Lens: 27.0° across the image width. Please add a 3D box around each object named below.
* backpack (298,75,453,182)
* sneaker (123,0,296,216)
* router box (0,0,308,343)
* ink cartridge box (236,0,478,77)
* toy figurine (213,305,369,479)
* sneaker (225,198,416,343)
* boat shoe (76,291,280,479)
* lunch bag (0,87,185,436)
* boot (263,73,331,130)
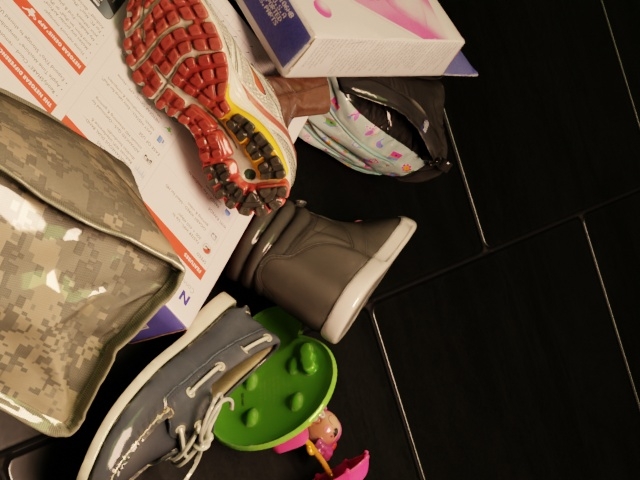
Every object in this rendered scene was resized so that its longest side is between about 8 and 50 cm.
[{"bbox_3d":[0.047,-0.145,1.408,0.182,0.115,0.152,25,47,-40],"label":"backpack"},{"bbox_3d":[-0.093,-0.130,1.150,0.225,0.088,0.093,63,21,-13],"label":"sneaker"},{"bbox_3d":[-0.182,-0.133,1.163,0.335,0.082,0.301,51,45,-25],"label":"router box"},{"bbox_3d":[0.008,-0.311,1.367,0.330,0.071,0.324,-10,62,-49],"label":"ink cartridge box"},{"bbox_3d":[-0.015,0.173,1.260,0.173,0.130,0.159,-97,161,-50],"label":"toy figurine"},{"bbox_3d":[0.000,0.000,1.312,0.147,0.104,0.296,33,18,5],"label":"sneaker"},{"bbox_3d":[-0.118,0.142,1.133,0.079,0.095,0.254,33,37,6],"label":"boat shoe"},{"bbox_3d":[-0.263,-0.028,0.898,0.287,0.235,0.169,33,97,-26],"label":"lunch bag"},{"bbox_3d":[-0.020,-0.114,1.255,0.114,0.037,0.106,-23,98,-55],"label":"boot"}]
